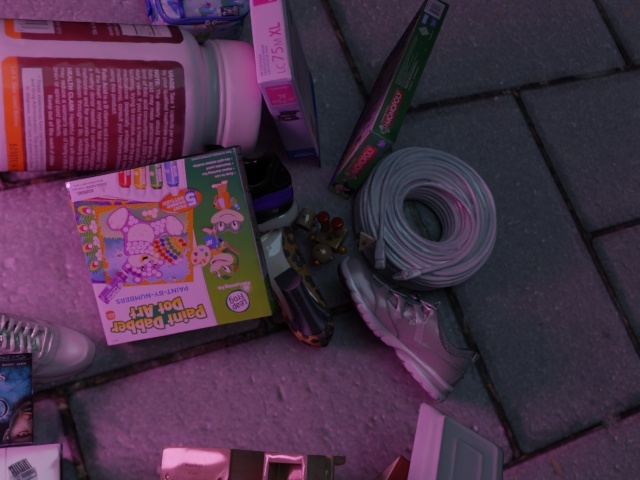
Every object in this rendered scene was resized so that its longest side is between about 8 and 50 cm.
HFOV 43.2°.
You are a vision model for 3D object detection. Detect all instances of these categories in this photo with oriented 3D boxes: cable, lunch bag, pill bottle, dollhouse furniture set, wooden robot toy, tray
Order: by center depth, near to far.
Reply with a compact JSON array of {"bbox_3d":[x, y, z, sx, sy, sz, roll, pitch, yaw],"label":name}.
[{"bbox_3d":[-0.114,0.453,1.046,0.303,0.174,0.355,-5,73,25],"label":"dollhouse furniture set"},{"bbox_3d":[0.181,0.333,1.051,0.145,0.030,0.270,32,36,-8],"label":"tray"},{"bbox_3d":[-0.303,-0.218,1.240,0.392,0.224,0.224,-2,69,-20],"label":"pill bottle"},{"bbox_3d":[0.000,0.000,1.316,0.173,0.076,0.079,22,74,20],"label":"wooden robot toy"},{"bbox_3d":[0.184,-0.037,1.416,0.257,0.089,0.257,2,67,-20],"label":"cable"},{"bbox_3d":[-0.231,-0.459,1.446,0.176,0.090,0.219,-8,70,-20],"label":"lunch bag"}]

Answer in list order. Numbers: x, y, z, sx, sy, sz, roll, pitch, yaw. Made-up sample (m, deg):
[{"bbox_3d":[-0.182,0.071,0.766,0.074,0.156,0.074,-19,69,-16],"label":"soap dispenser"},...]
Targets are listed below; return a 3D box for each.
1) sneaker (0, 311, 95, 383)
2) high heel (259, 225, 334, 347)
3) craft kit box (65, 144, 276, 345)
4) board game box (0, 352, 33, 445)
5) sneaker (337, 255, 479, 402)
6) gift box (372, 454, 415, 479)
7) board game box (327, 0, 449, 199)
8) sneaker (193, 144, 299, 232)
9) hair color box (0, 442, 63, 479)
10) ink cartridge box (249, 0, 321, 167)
[{"bbox_3d":[-0.430,0.139,1.119,0.235,0.095,0.090,10,64,-17],"label":"sneaker"},{"bbox_3d":[-0.059,0.053,1.316,0.093,0.186,0.261,-28,44,-2],"label":"high heel"},{"bbox_3d":[-0.211,0.008,1.161,0.250,0.061,0.246,-12,102,5],"label":"craft kit box"},{"bbox_3d":[-0.478,0.216,1.070,0.186,0.026,0.126,-1,104,-20],"label":"board game box"},{"bbox_3d":[0.138,0.124,1.310,0.115,0.105,0.281,-42,98,-3],"label":"sneaker"},{"bbox_3d":[0.098,0.475,1.070,0.255,0.258,0.276,43,35,8],"label":"gift box"},{"bbox_3d":[0.118,-0.247,1.408,0.046,0.213,0.317,27,62,-7],"label":"board game box"},{"bbox_3d":[-0.186,-0.078,1.228,0.293,0.146,0.102,-11,44,-3],"label":"sneaker"},{"bbox_3d":[-0.494,0.362,0.996,0.339,0.110,0.185,0,67,-18],"label":"hair color box"},{"bbox_3d":[-0.052,-0.260,1.327,0.065,0.311,0.186,-9,69,8],"label":"ink cartridge box"}]
